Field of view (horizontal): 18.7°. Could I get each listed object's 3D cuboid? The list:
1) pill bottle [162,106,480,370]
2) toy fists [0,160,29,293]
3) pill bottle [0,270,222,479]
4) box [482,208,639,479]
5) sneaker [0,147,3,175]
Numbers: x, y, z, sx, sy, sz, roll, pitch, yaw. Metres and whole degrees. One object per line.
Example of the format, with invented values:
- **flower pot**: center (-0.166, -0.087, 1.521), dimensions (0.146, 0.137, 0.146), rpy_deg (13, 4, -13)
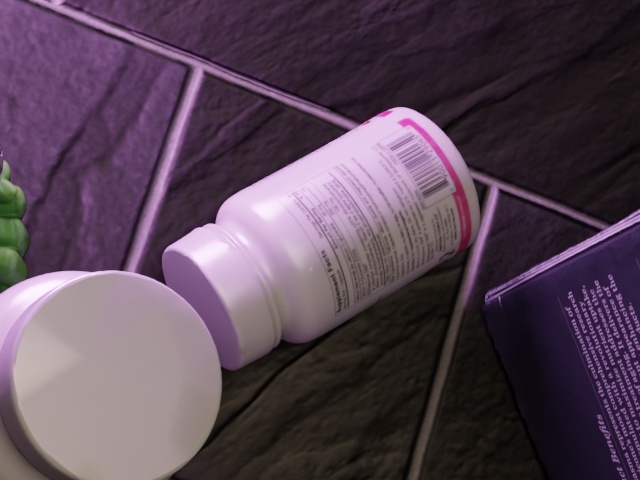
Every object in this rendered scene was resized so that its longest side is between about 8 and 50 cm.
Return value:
- **pill bottle**: center (0.000, 0.000, 1.879), dimensions (0.283, 0.160, 0.160), rpy_deg (-29, 87, -22)
- **toy fists**: center (-0.363, -0.072, 1.811), dimensions (0.142, 0.096, 0.279), rpy_deg (-23, 84, -24)
- **pill bottle**: center (-0.227, 0.140, 1.651), dimensions (0.210, 0.363, 0.210), rpy_deg (5, 77, -23)
- **box**: center (0.488, 0.064, 1.859), dimensions (0.480, 0.472, 0.297), rpy_deg (-18, 84, -22)
- **sneaker**: center (-0.359, 0.006, 1.650), dimensions (0.130, 0.147, 0.330), rpy_deg (22, 40, -19)
